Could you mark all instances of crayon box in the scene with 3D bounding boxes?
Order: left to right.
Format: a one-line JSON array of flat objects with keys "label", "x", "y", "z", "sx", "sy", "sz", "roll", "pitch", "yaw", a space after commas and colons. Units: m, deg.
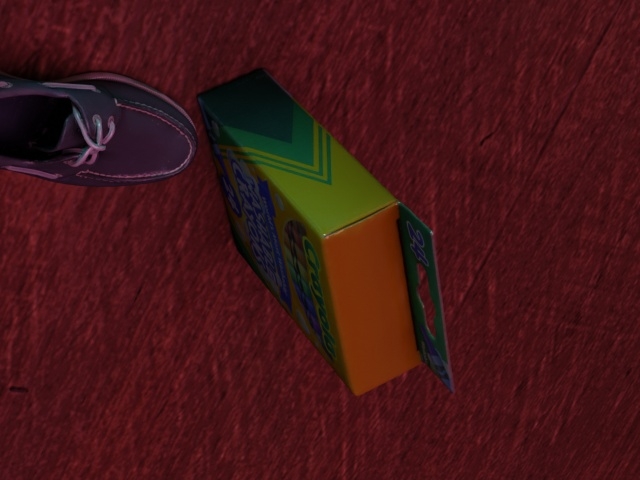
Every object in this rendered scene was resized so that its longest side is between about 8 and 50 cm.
[{"label": "crayon box", "x": 0.000, "y": 0.000, "z": 1.271, "sx": 0.083, "sy": 0.323, "sz": 0.203, "roll": -25, "pitch": 131, "yaw": -16}]

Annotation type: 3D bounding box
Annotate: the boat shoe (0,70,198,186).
[{"label": "boat shoe", "x": -0.239, "y": -0.092, "z": 1.202, "sx": 0.319, "sy": 0.099, "sz": 0.116, "roll": 10, "pitch": 114, "yaw": -38}]
